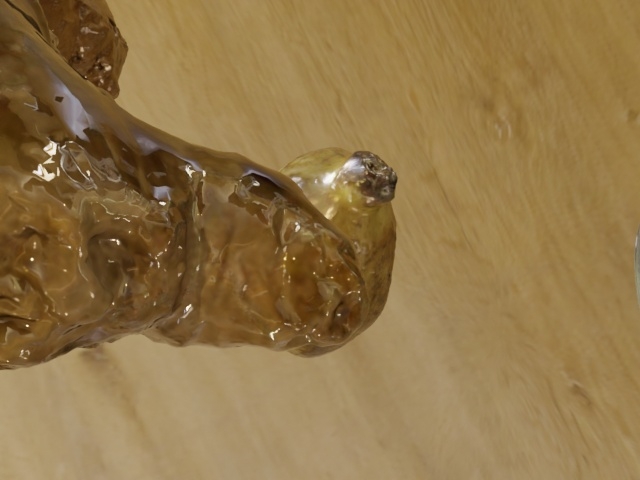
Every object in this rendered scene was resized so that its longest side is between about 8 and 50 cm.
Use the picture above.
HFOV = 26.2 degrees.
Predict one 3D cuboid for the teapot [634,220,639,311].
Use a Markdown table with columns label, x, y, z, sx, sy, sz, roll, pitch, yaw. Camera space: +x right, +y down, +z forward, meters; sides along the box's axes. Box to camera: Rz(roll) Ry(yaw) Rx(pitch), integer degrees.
| label | x | y | z | sx | sy | sz | roll | pitch | yaw |
| --- | --- | --- | --- | --- | --- | --- | --- | --- | --- |
| teapot | 0.219 | -0.038 | 0.462 | 0.294 | 0.193 | 0.129 | -30 | 96 | 17 |

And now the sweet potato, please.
| label | x | y | z | sx | sy | sz | roll | pitch | yaw |
| --- | --- | --- | --- | --- | --- | --- | --- | --- | --- |
| sweet potato | -0.111 | -0.081 | 0.581 | 0.068 | 0.206 | 0.060 | 37 | 91 | -2 |

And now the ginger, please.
| label | x | y | z | sx | sy | sz | roll | pitch | yaw |
| --- | --- | --- | --- | --- | --- | --- | --- | --- | --- |
| ginger | -0.135 | -0.059 | 0.406 | 0.333 | 0.166 | 0.080 | 35 | 114 | 14 |

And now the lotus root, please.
| label | x | y | z | sx | sy | sz | roll | pitch | yaw |
| --- | --- | --- | --- | --- | --- | --- | --- | --- | --- |
| lotus root | 0.000 | 0.000 | 1.038 | 0.139 | 0.214 | 0.138 | 10 | 51 | -12 |
